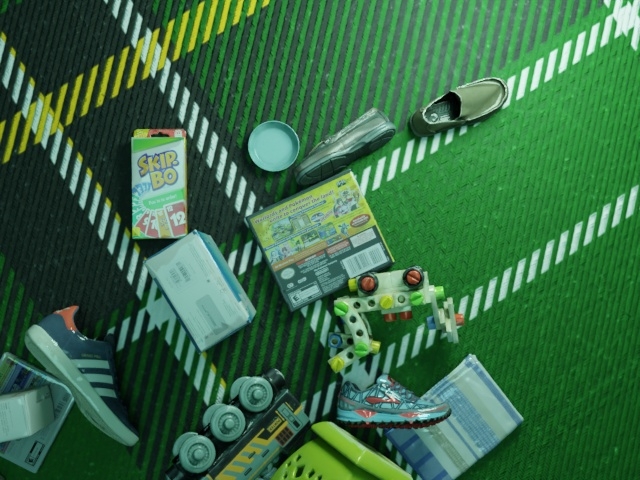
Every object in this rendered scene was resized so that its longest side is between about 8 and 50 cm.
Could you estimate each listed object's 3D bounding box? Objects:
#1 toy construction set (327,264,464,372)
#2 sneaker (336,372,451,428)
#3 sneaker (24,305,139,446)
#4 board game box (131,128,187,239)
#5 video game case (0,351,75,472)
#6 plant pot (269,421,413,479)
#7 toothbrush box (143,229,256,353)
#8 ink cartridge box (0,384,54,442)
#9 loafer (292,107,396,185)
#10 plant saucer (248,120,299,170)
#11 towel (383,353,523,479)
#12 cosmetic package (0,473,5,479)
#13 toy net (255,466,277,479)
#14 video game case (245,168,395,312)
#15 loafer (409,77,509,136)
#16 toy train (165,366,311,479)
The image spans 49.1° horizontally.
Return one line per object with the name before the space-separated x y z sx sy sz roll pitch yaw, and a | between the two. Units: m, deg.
toy construction set | 0.166 0.171 1.587 0.328 0.151 0.215 -9 90 -3
sneaker | 0.164 0.361 1.590 0.262 0.104 0.125 -2 71 11
sneaker | -0.492 0.297 1.569 0.148 0.131 0.350 -43 106 -34
board game box | -0.374 -0.133 1.630 0.124 0.039 0.259 -1 85 -4
video game case | -0.682 0.391 1.598 0.193 0.023 0.212 28 88 -2
plant pot | 0.054 0.536 1.509 0.228 0.227 0.207 38 79 -29
toothbrush box | -0.246 0.103 1.497 0.126 0.295 0.216 -31 91 -3
ink cartridge box | -0.707 0.383 1.505 0.218 0.158 0.092 -13 88 -3
loafer | 0.045 -0.220 1.637 0.268 0.096 0.084 -29 70 -10
plant saucer | -0.110 -0.221 1.651 0.119 0.021 0.119 0 87 -3
towel | 0.313 0.431 1.648 0.285 0.034 0.209 -40 93 -2
cosmetic package | -0.857 0.472 1.518 0.309 0.160 0.113 44 87 0
toy net | -0.188 0.553 1.608 0.232 0.045 0.122 23 86 -2
video game case | 0.000 0.000 1.644 0.275 0.035 0.248 -25 90 -3
loafer | 0.334 -0.313 1.646 0.251 0.087 0.094 -26 90 -4
toy train | -0.176 0.440 1.542 0.334 0.142 0.190 -44 95 -23
